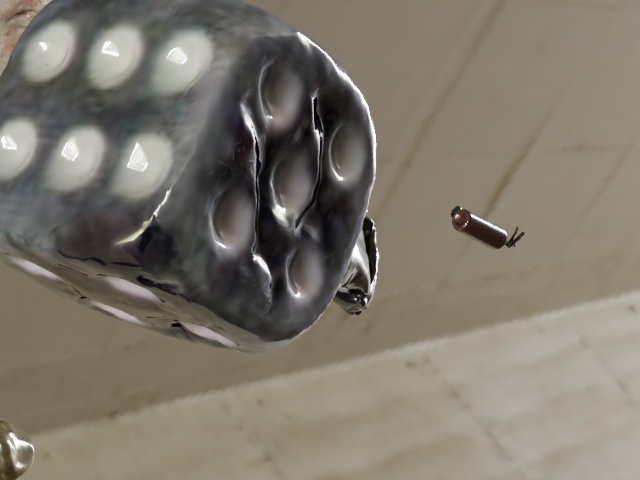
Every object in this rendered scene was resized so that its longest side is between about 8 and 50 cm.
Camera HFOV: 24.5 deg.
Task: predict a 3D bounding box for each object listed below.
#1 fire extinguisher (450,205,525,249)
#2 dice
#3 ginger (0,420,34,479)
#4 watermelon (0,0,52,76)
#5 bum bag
[{"bbox_3d":[0.164,-0.012,1.519,0.100,0.046,0.032,23,-100,-47],"label":"fire extinguisher"},{"bbox_3d":[-0.087,-0.042,0.893,0.183,0.182,0.181,37,-114,-51],"label":"dice"},{"bbox_3d":[-0.189,0.053,0.613,0.051,0.173,0.069,-24,26,16],"label":"ginger"},{"bbox_3d":[-0.205,-0.202,1.249,0.310,0.193,0.231,106,175,-45],"label":"watermelon"},{"bbox_3d":[0.000,0.000,1.462,0.080,0.142,0.326,-13,-18,12],"label":"bum bag"}]
